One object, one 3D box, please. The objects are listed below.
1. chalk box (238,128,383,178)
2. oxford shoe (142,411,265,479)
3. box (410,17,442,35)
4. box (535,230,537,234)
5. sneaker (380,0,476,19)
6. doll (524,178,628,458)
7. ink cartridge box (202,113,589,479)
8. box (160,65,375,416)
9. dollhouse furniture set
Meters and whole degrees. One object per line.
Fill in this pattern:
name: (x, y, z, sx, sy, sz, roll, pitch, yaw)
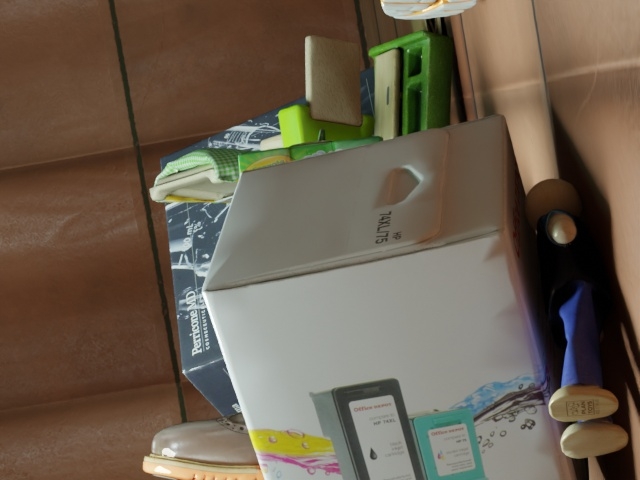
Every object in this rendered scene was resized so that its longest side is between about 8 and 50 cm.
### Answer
chalk box: (0.000, 0.000, 1.538, 0.132, 0.132, 0.213, 83, 179, -47)
oxford shoe: (0.015, 0.148, 1.613, 0.130, 0.363, 0.133, 164, 99, -74)
box: (0.116, -0.259, 2.014, 0.201, 0.021, 0.164, 82, 179, -70)
box: (0.124, 0.028, 1.482, 0.203, 0.103, 0.114, -105, 6, -89)
sneaker: (0.093, -0.255, 1.457, 0.215, 0.084, 0.083, 101, 164, -61)
doll: (0.155, 0.034, 1.101, 0.129, 0.046, 0.189, 67, -164, -46)
ink cartridge box: (0.062, 0.087, 1.207, 0.198, 0.197, 0.270, -77, -27, -64)
box: (-0.003, 0.014, 2.115, 0.179, 0.312, 0.343, 52, -160, -46)
dollhouse furniture set: (-0.028, -0.126, 1.892, 0.301, 0.197, 0.151, -12, 75, 55)
